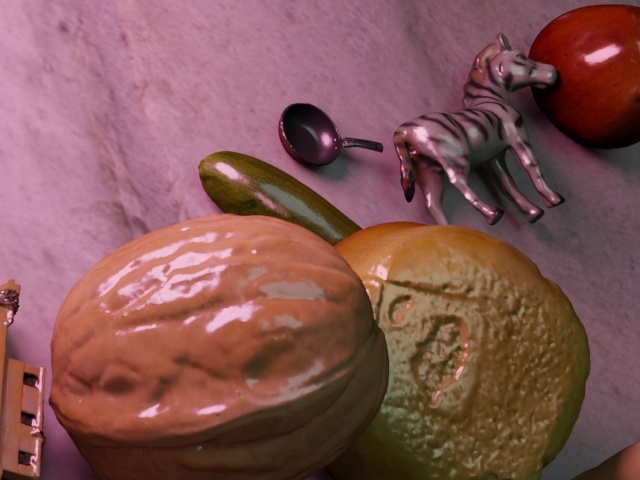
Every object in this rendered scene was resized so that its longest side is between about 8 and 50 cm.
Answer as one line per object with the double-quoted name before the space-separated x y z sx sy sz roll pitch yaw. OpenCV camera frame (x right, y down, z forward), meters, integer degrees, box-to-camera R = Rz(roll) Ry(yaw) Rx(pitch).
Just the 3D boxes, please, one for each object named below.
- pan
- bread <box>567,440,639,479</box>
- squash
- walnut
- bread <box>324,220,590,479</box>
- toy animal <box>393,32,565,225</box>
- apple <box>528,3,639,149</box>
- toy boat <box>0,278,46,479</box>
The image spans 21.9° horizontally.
"pan" 0.007 -0.094 1.589 0.115 0.023 0.068 11 56 -29
"bread" 0.297 0.251 1.488 0.139 0.178 0.060 47 44 -1
"squash" 0.000 0.000 1.495 0.258 0.069 0.069 36 47 -13
"walnut" -0.080 0.091 1.255 0.261 0.225 0.225 -12 64 4
"bread" 0.101 0.112 1.427 0.270 0.148 0.270 3 82 -25
"toy animal" 0.175 -0.088 1.678 0.170 0.090 0.255 45 43 1
"apple" 0.312 -0.183 1.785 0.147 0.158 0.156 -5 71 -37
"toy boat" -0.246 0.122 1.241 0.077 0.057 0.200 20 52 -33
